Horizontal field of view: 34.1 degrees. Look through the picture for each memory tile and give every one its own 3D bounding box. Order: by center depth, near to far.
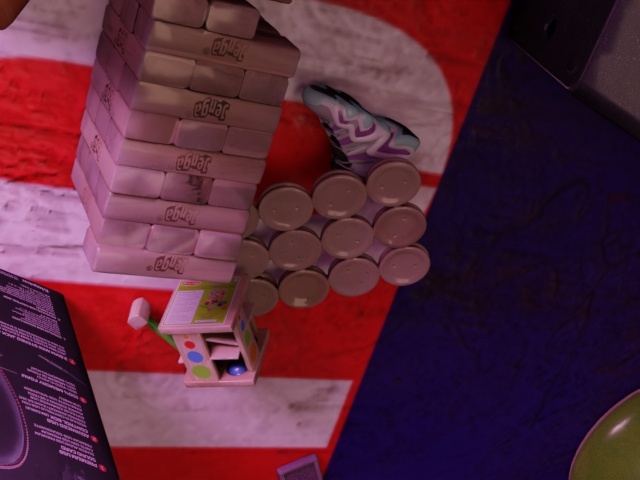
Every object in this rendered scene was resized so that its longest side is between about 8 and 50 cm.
[{"bbox_3d":[0.000,0.000,0.715,0.148,0.012,0.113,-12,130,1],"label":"memory tile"}]

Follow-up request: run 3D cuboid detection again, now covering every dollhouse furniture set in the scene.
[{"bbox_3d":[-0.034,0.249,0.841,0.114,0.081,0.091,-20,126,-12],"label":"dollhouse furniture set"}]

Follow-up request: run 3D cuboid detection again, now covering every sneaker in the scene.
[{"bbox_3d":[0.015,-0.059,0.697,0.098,0.038,0.069,24,107,-33],"label":"sneaker"}]

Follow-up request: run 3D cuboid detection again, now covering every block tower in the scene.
[{"bbox_3d":[-0.059,-0.144,0.578,0.091,0.097,0.335,6,115,-27],"label":"block tower"}]

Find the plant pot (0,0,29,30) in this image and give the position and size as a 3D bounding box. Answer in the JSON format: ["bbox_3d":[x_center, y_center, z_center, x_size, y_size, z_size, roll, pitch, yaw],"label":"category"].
[{"bbox_3d":[-0.166,-0.248,0.366,0.203,0.291,0.291,-53,128,-7],"label":"plant pot"}]

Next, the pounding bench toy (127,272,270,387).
[{"bbox_3d":[-0.085,0.066,0.721,0.083,0.052,0.065,-4,129,16],"label":"pounding bench toy"}]

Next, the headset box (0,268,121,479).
[{"bbox_3d":[-0.226,0.107,0.532,0.218,0.293,0.110,27,106,-35],"label":"headset box"}]

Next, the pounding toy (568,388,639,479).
[{"bbox_3d":[0.364,0.235,0.995,0.237,0.110,0.182,7,117,-27],"label":"pounding toy"}]

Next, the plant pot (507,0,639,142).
[{"bbox_3d":[0.232,-0.150,0.661,0.167,0.188,0.187,14,114,-17],"label":"plant pot"}]
